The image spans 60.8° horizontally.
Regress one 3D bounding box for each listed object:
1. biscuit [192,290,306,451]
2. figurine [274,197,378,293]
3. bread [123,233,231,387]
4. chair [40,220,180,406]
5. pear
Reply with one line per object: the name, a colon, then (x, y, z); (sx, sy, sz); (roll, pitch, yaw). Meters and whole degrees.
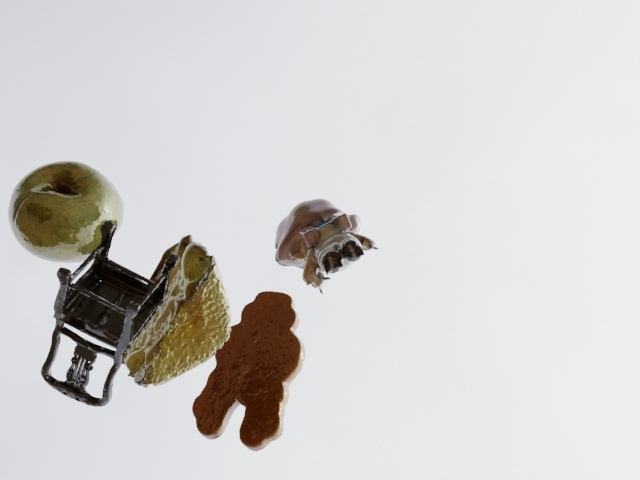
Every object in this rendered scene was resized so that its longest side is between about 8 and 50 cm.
biscuit: (-0.133, 0.256, 1.126); (0.202, 0.047, 0.333); (3, -124, 19)
figurine: (0.000, 0.000, 0.772); (0.137, 0.229, 0.112); (-34, -74, -5)
bread: (-0.227, 0.128, 0.942); (0.174, 0.133, 0.251); (19, -99, 55)
chair: (-0.282, 0.104, 0.715); (0.106, 0.113, 0.229); (29, -52, -3)
pear: (-0.395, -0.042, 0.850); (0.167, 0.136, 0.167); (12, -135, -12)
